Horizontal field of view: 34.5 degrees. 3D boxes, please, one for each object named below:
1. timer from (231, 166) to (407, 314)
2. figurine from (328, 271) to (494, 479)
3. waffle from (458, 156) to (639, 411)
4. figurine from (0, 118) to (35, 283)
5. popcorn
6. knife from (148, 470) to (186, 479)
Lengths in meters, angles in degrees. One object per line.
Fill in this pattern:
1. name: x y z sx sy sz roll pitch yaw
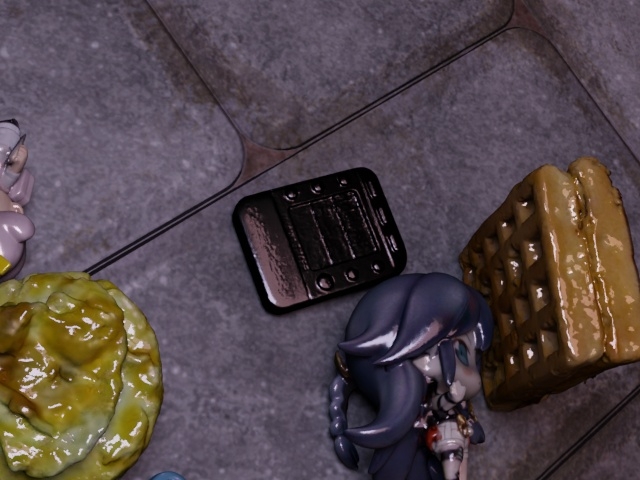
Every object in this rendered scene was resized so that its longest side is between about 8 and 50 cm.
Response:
1. timer: 0.000 0.000 1.222 0.187 0.055 0.144 -16 76 -22
2. figurine: 0.105 0.164 1.134 0.197 0.175 0.265 19 56 5
3. waffle: 0.242 0.063 1.139 0.098 0.327 0.224 -3 73 -10
4. figurine: -0.353 -0.023 1.059 0.137 0.112 0.229 -1 62 7
5. popcorn: -0.251 0.139 0.996 0.204 0.184 0.221 0 75 -23
6. knife: -0.094 0.337 1.077 0.244 0.032 0.058 48 53 -5
